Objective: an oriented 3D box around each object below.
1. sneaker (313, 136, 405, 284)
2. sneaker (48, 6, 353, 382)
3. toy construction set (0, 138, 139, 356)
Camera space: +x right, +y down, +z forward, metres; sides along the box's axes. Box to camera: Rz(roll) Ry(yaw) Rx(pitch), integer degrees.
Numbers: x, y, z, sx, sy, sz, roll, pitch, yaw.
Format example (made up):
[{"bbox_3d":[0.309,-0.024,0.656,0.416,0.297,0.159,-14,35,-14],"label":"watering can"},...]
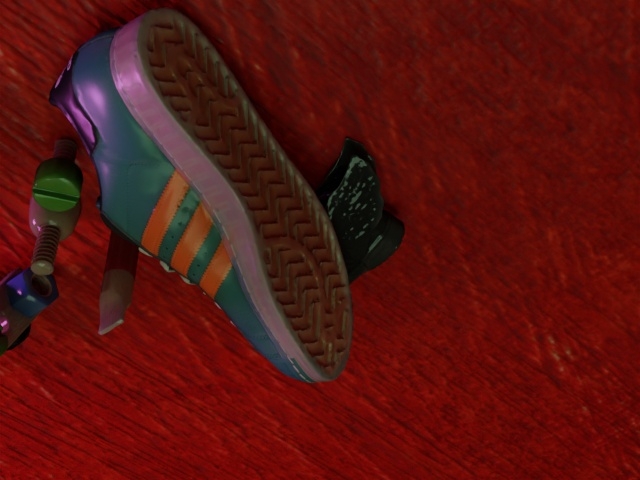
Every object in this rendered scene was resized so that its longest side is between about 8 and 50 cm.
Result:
[{"bbox_3d":[0.000,0.002,0.862,0.089,0.051,0.170,33,117,-28],"label":"sneaker"},{"bbox_3d":[-0.084,-0.019,0.785,0.121,0.108,0.302,-16,112,35],"label":"sneaker"},{"bbox_3d":[-0.289,0.063,0.771,0.309,0.237,0.257,-12,131,6],"label":"toy construction set"}]
